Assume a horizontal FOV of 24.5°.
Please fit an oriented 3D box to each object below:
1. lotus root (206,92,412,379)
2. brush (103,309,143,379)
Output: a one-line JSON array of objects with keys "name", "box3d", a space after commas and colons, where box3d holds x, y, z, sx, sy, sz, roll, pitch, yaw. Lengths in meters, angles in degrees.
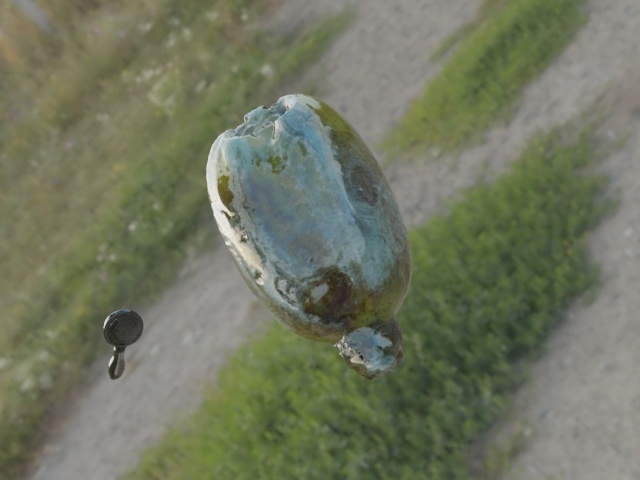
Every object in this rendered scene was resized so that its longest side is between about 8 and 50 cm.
[{"name": "lotus root", "box3d": [0.000, 0.000, 0.951, 0.113, 0.192, 0.088, -27, -3, -6]}, {"name": "brush", "box3d": [-0.121, 0.064, 0.892, 0.083, 0.024, 0.008, 112, 157, -55]}]
